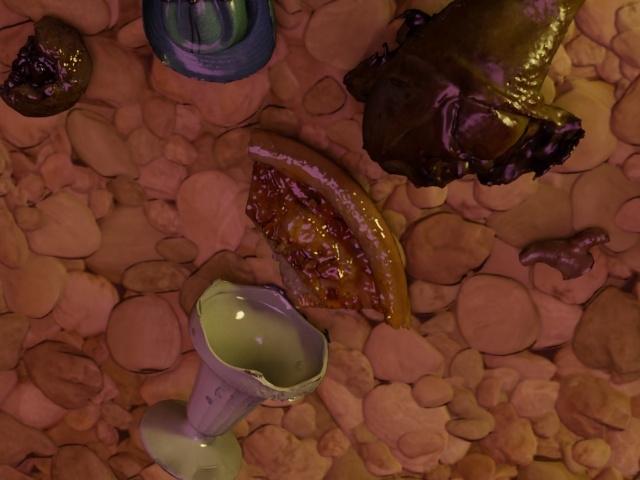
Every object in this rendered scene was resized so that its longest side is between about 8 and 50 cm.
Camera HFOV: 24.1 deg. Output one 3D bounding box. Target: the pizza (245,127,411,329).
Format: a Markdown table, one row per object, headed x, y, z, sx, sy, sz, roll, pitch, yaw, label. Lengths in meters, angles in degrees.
| x | y | z | sx | sy | sz | roll | pitch | yaw | label |
| --- | --- | --- | --- | --- | --- | --- | --- | --- | --- |
| 0.003 | -0.006 | 1.598 | 0.134 | 0.056 | 0.271 | -25 | 106 | 11 | pizza |

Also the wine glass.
| x | y | z | sx | sy | sz | roll | pitch | yaw | label |
| --- | --- | --- | --- | --- | --- | --- | --- | --- | --- |
| -0.100 | 0.163 | 1.638 | 0.165 | 0.165 | 0.196 | 30 | 119 | -3 | wine glass |

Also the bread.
| x | y | z | sx | sy | sz | roll | pitch | yaw | label |
| --- | --- | --- | --- | --- | --- | --- | --- | --- | --- |
| -0.287 | -0.174 | 1.577 | 0.082 | 0.060 | 0.113 | 32 | 114 | -1 | bread |

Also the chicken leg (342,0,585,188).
| x | y | z | sx | sy | sz | roll | pitch | yaw | label |
| --- | --- | --- | --- | --- | --- | --- | --- | --- | --- |
| 0.188 | -0.173 | 1.445 | 0.361 | 0.140 | 0.211 | -37 | 94 | 26 | chicken leg |

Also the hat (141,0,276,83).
| x | y | z | sx | sy | sz | roll | pitch | yaw | label |
| --- | --- | --- | --- | --- | --- | --- | --- | --- | --- |
| -0.117 | -0.240 | 1.507 | 0.138 | 0.078 | 0.191 | 0 | 113 | 13 | hat |

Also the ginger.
| x | y | z | sx | sy | sz | roll | pitch | yaw | label |
| --- | --- | --- | --- | --- | --- | --- | --- | --- | --- |
| 0.259 | 0.018 | 1.576 | 0.097 | 0.030 | 0.048 | -15 | 82 | 14 | ginger |
